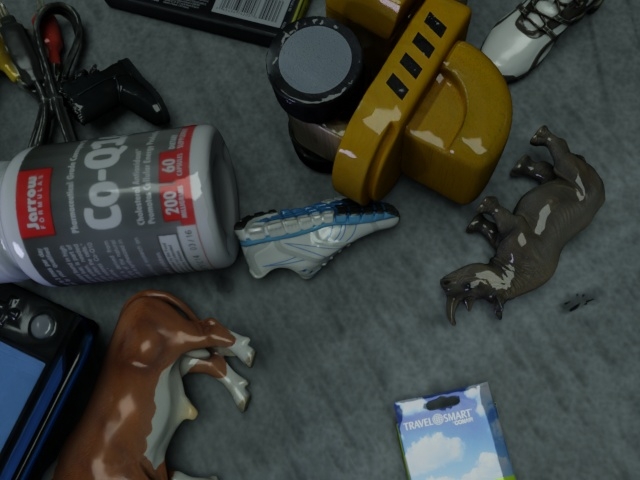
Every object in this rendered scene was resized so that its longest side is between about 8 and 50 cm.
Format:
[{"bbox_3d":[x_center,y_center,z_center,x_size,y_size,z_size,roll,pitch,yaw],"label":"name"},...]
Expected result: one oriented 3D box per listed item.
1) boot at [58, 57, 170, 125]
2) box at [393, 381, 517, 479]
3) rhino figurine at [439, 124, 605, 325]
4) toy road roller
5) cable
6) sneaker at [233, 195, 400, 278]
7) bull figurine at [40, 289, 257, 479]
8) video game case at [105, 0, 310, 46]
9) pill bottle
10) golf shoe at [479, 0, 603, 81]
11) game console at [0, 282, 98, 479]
[{"bbox_3d":[-0.260,-0.173,0.765,0.099,0.045,0.121,-33,72,-26],"label":"boot"},{"bbox_3d":[0.146,0.247,0.632,0.108,0.042,0.178,-13,74,2],"label":"box"},{"bbox_3d":[0.218,-0.003,0.675,0.106,0.073,0.243,37,83,16],"label":"rhino figurine"},{"bbox_3d":[0.113,-0.186,0.665,0.240,0.202,0.330,31,81,11],"label":"toy road roller"},{"bbox_3d":[-0.356,-0.198,0.807,0.139,0.072,0.287,-22,86,-18],"label":"cable"},{"bbox_3d":[0.000,0.000,0.708,0.190,0.071,0.083,-10,110,-6],"label":"sneaker"},{"bbox_3d":[-0.189,0.210,0.648,0.188,0.101,0.311,15,80,5],"label":"bull figurine"},{"bbox_3d":[-0.127,-0.401,0.832,0.274,0.035,0.248,17,78,11],"label":"video game case"},{"bbox_3d":[-0.243,-0.033,0.681,0.283,0.161,0.161,-7,75,3],"label":"pill bottle"},{"bbox_3d":[0.266,-0.274,0.730,0.198,0.094,0.077,-44,77,-5],"label":"golf shoe"},{"bbox_3d":[-0.369,0.192,0.631,0.250,0.173,0.293,22,78,11],"label":"game console"}]
